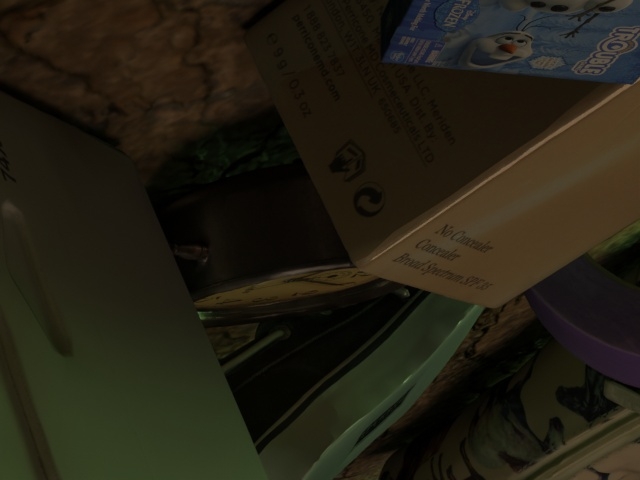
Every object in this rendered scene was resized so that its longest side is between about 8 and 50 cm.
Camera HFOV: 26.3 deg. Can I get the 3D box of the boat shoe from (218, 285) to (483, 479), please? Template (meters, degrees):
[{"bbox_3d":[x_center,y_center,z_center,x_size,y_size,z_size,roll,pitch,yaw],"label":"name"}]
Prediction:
[{"bbox_3d":[0.008,0.062,0.798,0.306,0.105,0.113,-38,162,-47],"label":"boat shoe"}]

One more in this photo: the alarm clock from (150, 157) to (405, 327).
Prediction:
[{"bbox_3d":[0.000,0.000,0.675,0.192,0.064,0.129,-2,166,-23],"label":"alarm clock"}]

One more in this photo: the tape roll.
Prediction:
[{"bbox_3d":[0.186,-0.021,0.697,0.189,0.189,0.080,-28,158,4],"label":"tape roll"}]

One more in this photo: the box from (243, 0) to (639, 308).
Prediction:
[{"bbox_3d":[0.142,-0.109,0.544,0.311,0.121,0.148,-35,155,22],"label":"box"}]

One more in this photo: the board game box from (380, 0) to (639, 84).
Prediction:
[{"bbox_3d":[0.071,-0.076,0.423,0.090,0.020,0.090,3,165,-8],"label":"board game box"}]

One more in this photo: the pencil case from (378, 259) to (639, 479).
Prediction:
[{"bbox_3d":[0.212,0.165,1.167,0.183,0.160,0.410,-27,165,-48],"label":"pencil case"}]

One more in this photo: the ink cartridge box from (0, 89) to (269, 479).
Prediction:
[{"bbox_3d":[-0.193,0.088,0.518,0.270,0.198,0.197,-32,156,16],"label":"ink cartridge box"}]
